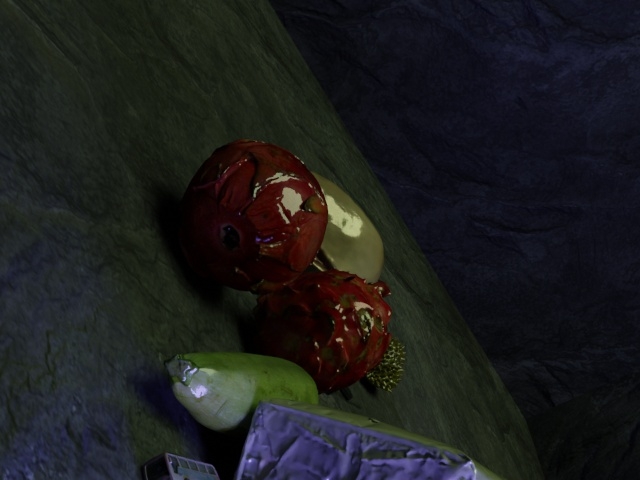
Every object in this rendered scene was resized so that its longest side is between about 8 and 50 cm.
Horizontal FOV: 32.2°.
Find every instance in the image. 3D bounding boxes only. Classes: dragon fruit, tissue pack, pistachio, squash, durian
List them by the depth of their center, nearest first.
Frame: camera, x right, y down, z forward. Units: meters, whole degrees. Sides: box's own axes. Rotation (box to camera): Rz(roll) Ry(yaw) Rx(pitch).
[{"bbox_3d":[-0.100,0.201,1.432,0.118,0.118,0.370,67,15,19],"label":"squash"},{"bbox_3d":[0.087,0.352,1.436,0.380,0.297,0.207,42,64,-64],"label":"tissue pack"},{"bbox_3d":[-0.101,-0.037,1.674,0.241,0.241,0.252,64,-1,5],"label":"dragon fruit"},{"bbox_3d":[0.015,0.139,1.769,0.268,0.205,0.210,-31,128,-46],"label":"dragon fruit"},{"bbox_3d":[0.000,0.000,2.098,0.299,0.187,0.187,45,20,-33],"label":"pistachio"},{"bbox_3d":[0.126,0.230,2.339,0.146,0.102,0.208,49,14,-30],"label":"durian"}]

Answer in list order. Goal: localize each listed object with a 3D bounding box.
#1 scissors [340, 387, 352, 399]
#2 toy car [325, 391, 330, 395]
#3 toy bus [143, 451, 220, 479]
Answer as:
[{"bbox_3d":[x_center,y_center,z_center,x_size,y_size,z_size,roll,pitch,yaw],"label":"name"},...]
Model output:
[{"bbox_3d":[0.004,0.209,2.071,0.220,0.017,0.088,60,12,-16],"label":"scissors"},{"bbox_3d":[-0.028,0.167,1.914,0.103,0.063,0.216,-34,103,-77],"label":"toy car"},{"bbox_3d":[-0.152,0.269,1.248,0.052,0.037,0.131,66,12,25],"label":"toy bus"}]
